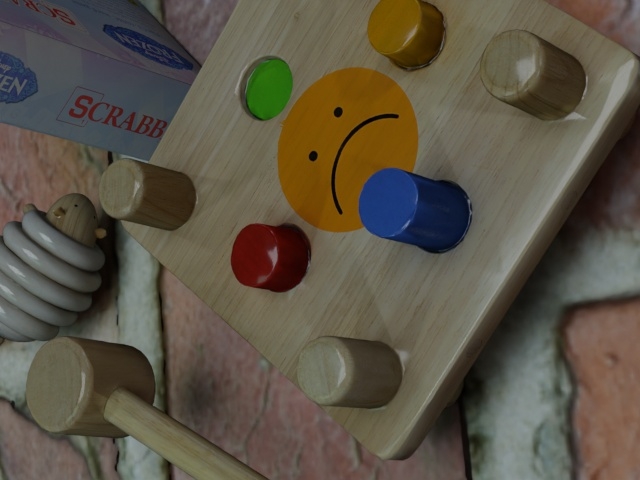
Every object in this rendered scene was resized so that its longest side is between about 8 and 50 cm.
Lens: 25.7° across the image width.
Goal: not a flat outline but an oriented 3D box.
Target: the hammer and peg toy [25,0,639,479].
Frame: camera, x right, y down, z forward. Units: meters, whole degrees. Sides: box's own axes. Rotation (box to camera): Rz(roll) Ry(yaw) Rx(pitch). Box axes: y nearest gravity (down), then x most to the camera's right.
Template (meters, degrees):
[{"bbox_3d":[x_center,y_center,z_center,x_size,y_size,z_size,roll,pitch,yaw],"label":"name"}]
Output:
[{"bbox_3d":[0.000,0.000,0.803,0.266,0.127,0.361,38,104,33],"label":"hammer and peg toy"}]

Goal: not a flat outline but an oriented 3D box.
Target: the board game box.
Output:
[{"bbox_3d":[-0.255,-0.186,0.905,0.318,0.318,0.066,47,110,33],"label":"board game box"}]

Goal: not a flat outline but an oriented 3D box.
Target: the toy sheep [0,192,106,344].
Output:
[{"bbox_3d":[-0.196,0.025,0.967,0.091,0.091,0.132,34,96,36],"label":"toy sheep"}]
